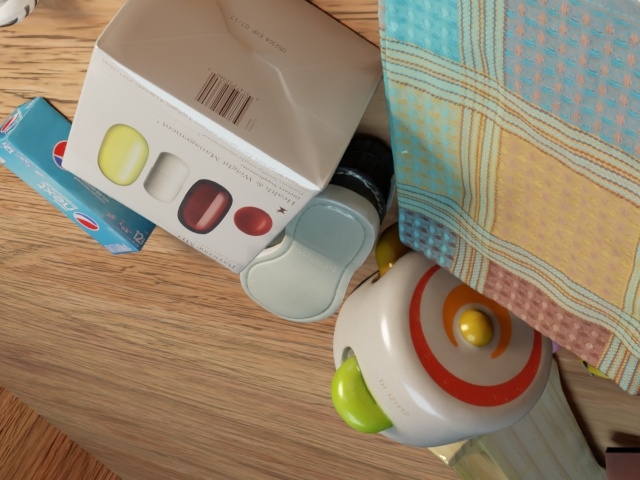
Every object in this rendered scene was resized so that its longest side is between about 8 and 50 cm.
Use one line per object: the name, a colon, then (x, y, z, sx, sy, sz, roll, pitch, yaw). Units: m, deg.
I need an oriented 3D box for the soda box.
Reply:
soda box: (-0.293, -0.073, 1.033, 0.067, 0.071, 0.210, -6, 138, 47)

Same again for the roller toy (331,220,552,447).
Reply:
roller toy: (0.123, 0.098, 0.840, 0.191, 0.209, 0.146, 20, 154, -16)

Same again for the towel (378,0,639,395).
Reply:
towel: (0.145, -0.056, 0.595, 0.271, 0.040, 0.370, 36, 154, 32)

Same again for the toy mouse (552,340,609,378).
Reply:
toy mouse: (0.264, 0.100, 0.887, 0.161, 0.031, 0.143, -5, 138, 45)

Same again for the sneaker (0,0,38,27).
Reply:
sneaker: (-0.372, -0.277, 0.765, 0.228, 0.086, 0.132, 10, 144, 9)

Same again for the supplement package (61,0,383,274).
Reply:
supplement package: (-0.087, -0.106, 0.719, 0.194, 0.149, 0.203, 32, 151, -9)

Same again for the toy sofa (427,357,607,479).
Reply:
toy sofa: (0.231, 0.261, 1.098, 0.150, 0.177, 0.362, 34, 165, 48)

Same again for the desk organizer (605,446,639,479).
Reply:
desk organizer: (0.416, 0.281, 1.039, 0.130, 0.050, 0.047, -5, 175, 22)

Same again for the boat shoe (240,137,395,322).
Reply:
boat shoe: (0.000, 0.000, 0.882, 0.114, 0.091, 0.302, 32, 150, -9)
